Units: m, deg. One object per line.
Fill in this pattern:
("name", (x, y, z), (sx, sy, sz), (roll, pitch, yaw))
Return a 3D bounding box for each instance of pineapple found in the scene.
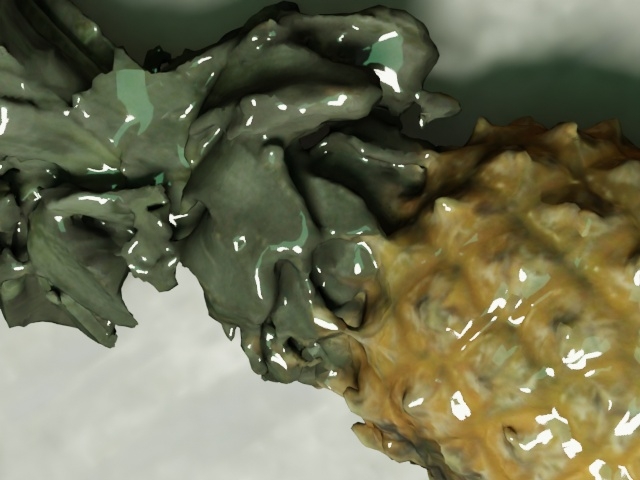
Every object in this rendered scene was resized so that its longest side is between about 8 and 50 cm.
("pineapple", (0.000, 0.000, 0.495), (0.237, 0.111, 0.119), (25, 71, 7))
